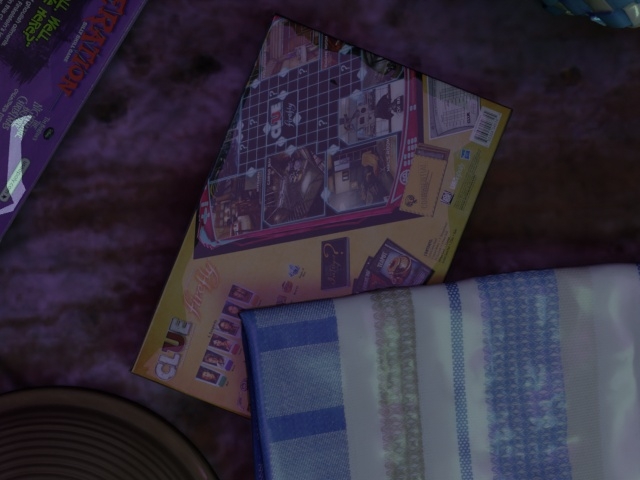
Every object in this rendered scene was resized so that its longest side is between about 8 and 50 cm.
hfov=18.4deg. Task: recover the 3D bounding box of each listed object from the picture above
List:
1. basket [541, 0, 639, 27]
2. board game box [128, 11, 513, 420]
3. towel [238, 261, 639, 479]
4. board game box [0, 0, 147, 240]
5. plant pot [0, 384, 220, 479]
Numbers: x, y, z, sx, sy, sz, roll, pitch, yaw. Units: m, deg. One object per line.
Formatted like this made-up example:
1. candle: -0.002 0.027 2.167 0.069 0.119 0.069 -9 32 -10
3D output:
1. basket: 0.130 -0.270 1.154 0.201 0.255 0.289 -33 101 -1
2. board game box: 0.000 0.000 1.244 0.165 0.042 0.243 22 87 -2
3. towel: 0.098 0.127 1.220 0.285 0.034 0.209 -6 93 -13
4. board game box: -0.263 -0.087 1.203 0.208 0.056 0.347 32 87 -17
5. plant pot: -0.165 0.207 1.198 0.237 0.110 0.237 0 87 -3
